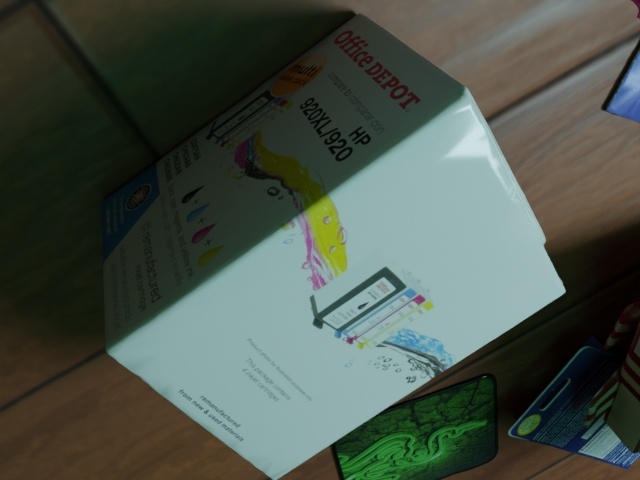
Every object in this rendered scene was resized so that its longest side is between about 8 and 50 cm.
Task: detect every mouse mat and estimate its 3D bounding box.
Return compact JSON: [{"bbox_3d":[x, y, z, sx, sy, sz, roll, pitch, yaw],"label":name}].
[{"bbox_3d":[0.110,0.227,0.731,0.189,0.007,0.153,-17,126,-6],"label":"mouse mat"}]

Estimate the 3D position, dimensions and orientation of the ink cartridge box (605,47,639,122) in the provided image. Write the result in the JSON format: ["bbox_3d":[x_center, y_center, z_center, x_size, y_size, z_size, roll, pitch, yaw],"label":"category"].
[{"bbox_3d":[0.434,-0.193,0.527,0.307,0.072,0.304,8,119,-25],"label":"ink cartridge box"}]

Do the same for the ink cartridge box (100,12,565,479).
[{"bbox_3d":[0.000,0.000,0.443,0.232,0.171,0.168,-35,126,5],"label":"ink cartridge box"}]

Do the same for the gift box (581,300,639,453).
[{"bbox_3d":[0.420,0.151,0.609,0.255,0.258,0.276,-20,138,-16],"label":"gift box"}]

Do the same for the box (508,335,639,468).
[{"bbox_3d":[0.319,0.186,0.754,0.225,0.036,0.136,22,112,-30],"label":"box"}]

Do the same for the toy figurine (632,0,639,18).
[{"bbox_3d":[0.260,-0.224,0.428,0.159,0.130,0.173,-28,93,25],"label":"toy figurine"}]
